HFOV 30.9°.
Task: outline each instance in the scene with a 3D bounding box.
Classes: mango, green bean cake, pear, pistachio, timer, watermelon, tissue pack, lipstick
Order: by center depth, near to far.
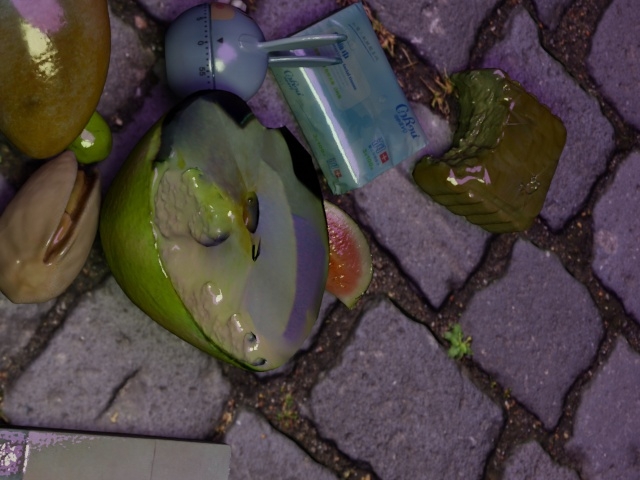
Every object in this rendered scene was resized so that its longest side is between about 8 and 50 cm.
[{"bbox_3d":[-0.391,-0.297,1.513,0.221,0.199,0.384,-12,98,-22],"label":"mango"},{"bbox_3d":[-0.364,-0.017,1.542,0.126,0.152,0.223,34,65,-26],"label":"pistachio"},{"bbox_3d":[-0.306,0.305,1.608,0.371,0.076,0.080,10,82,-31],"label":"lipstick"},{"bbox_3d":[-0.163,-0.009,1.621,0.399,0.165,0.399,19,68,-55],"label":"pear"},{"bbox_3d":[-0.336,-0.158,1.625,0.073,0.056,0.108,-29,90,-33],"label":"mango"},{"bbox_3d":[-0.109,-0.287,1.683,0.255,0.175,0.175,-27,103,-5],"label":"timer"},{"bbox_3d":[0.001,0.002,1.826,0.119,0.063,0.245,-48,112,-10],"label":"watermelon"},{"bbox_3d":[0.044,-0.227,1.839,0.177,0.089,0.263,-34,105,-29],"label":"tissue pack"},{"bbox_3d":[0.294,-0.153,1.967,0.233,0.124,0.236,30,73,-26],"label":"green bean cake"}]
